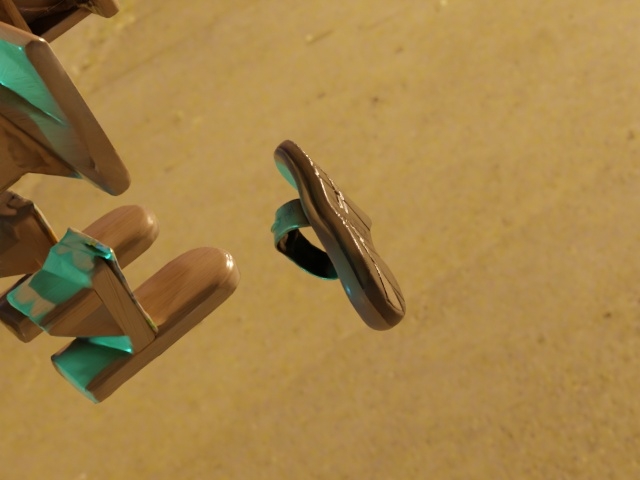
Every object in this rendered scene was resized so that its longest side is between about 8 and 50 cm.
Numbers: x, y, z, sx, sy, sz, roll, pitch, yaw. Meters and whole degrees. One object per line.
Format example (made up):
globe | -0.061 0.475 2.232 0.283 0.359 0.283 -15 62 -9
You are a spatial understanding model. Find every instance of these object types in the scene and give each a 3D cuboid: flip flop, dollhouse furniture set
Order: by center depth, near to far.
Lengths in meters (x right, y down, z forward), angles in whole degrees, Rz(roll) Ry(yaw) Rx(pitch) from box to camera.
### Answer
dollhouse furniture set | -0.227 -0.147 1.116 0.256 0.362 0.394 -40 32 -17
flip flop | 0.000 0.000 1.373 0.080 0.112 0.277 -39 35 10
